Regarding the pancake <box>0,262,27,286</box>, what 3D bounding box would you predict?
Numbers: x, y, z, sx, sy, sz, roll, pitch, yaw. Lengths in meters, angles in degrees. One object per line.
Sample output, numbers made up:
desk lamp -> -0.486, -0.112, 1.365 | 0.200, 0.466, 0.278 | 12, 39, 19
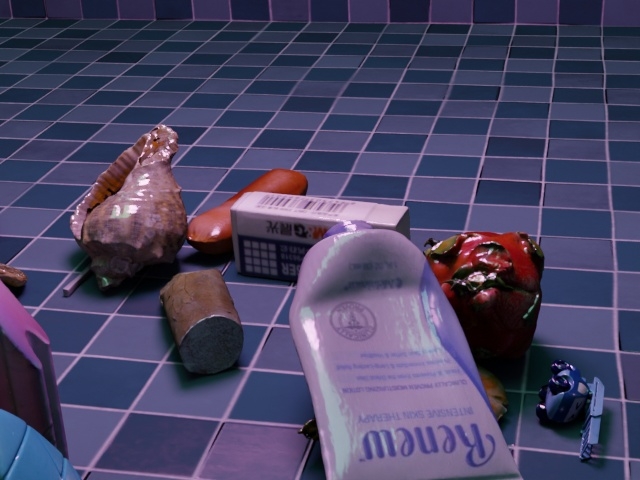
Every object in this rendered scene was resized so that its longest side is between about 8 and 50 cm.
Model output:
pancake -> -0.543, 0.039, 1.734 | 0.158, 0.028, 0.158 | 21, -6, 2

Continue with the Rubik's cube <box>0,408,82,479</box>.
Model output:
Rubik's cube -> -0.307, 0.280, 1.048 | 0.254, 0.254, 0.254 | -2, 25, 1

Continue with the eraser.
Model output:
eraser -> 0.000, 0.000, 1.731 | 0.279, 0.124, 0.081 | 6, 27, 19

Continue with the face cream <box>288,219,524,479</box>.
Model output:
face cream -> 0.079, 0.146, 1.314 | 0.235, 0.137, 0.420 | -1, 48, -18

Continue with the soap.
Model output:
soap -> -0.398, 0.152, 1.201 | 0.193, 0.324, 0.109 | -6, 27, -6

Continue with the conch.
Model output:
conch -> -0.296, -0.038, 1.794 | 0.210, 0.159, 0.291 | -16, 38, 54

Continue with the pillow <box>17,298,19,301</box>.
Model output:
pillow -> -0.615, 0.134, 1.536 | 0.326, 0.101, 0.228 | -21, 27, -38

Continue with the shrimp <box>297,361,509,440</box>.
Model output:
shrimp -> 0.105, 0.207, 1.352 | 0.294, 0.062, 0.154 | -13, 32, -25

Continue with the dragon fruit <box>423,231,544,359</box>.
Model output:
dragon fruit -> 0.193, 0.062, 1.492 | 0.269, 0.200, 0.198 | 29, 82, 45

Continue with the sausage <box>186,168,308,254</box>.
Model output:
sausage -> -0.121, -0.048, 1.900 | 0.089, 0.083, 0.300 | 21, 36, 27

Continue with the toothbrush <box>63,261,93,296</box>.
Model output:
toothbrush -> -0.375, 0.043, 1.803 | 0.017, 0.014, 0.194 | 8, 26, 16

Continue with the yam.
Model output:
yam -> -0.179, 0.094, 1.577 | 0.106, 0.106, 0.259 | -9, 26, -14

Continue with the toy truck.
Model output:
toy truck -> 0.306, 0.208, 1.335 | 0.074, 0.063, 0.136 | 23, 32, 7
